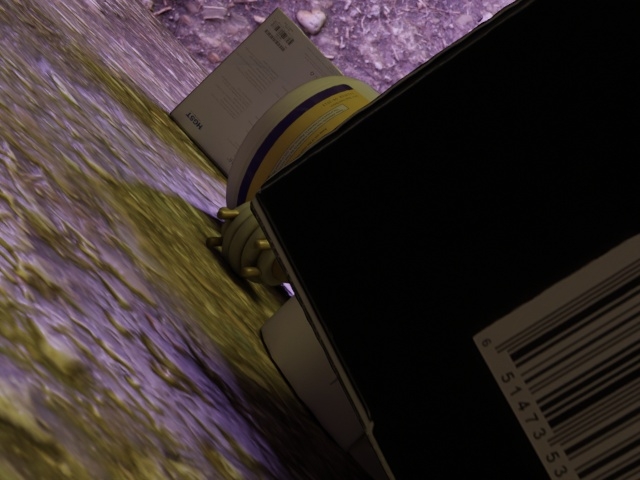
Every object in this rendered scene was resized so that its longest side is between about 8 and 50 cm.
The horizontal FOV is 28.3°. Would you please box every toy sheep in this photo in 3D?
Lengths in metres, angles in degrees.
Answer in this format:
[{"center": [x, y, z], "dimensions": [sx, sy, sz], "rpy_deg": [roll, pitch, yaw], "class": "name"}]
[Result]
[{"center": [-0.062, 0.000, 1.280], "dimensions": [0.132, 0.091, 0.091], "rpy_deg": [43, 2, 33], "class": "toy sheep"}]

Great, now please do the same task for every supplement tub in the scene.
[{"center": [0.076, -0.012, 1.451], "dimensions": [0.331, 0.241, 0.241], "rpy_deg": [42, 2, 31], "class": "supplement tub"}]

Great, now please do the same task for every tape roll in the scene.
[{"center": [0.077, 0.146, 1.159], "dimensions": [0.286, 0.100, 0.286], "rpy_deg": [46, 5, -5], "class": "tape roll"}]

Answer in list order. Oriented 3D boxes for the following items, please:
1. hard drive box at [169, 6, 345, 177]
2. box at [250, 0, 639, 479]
[{"center": [-0.080, -0.203, 1.920], "dimensions": [0.181, 0.232, 0.089], "rpy_deg": [47, 4, 6], "class": "hard drive box"}, {"center": [0.260, 0.127, 0.912], "dimensions": [0.480, 0.297, 0.471], "rpy_deg": [62, 16, 22], "class": "box"}]
